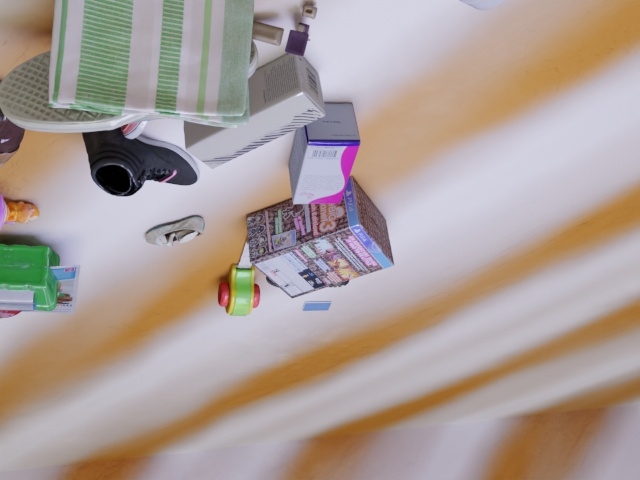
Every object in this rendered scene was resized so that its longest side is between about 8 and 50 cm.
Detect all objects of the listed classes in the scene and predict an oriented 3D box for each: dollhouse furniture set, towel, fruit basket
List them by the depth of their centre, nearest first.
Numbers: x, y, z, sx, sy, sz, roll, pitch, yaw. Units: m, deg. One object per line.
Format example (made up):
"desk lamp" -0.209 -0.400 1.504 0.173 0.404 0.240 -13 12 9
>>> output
"towel" -0.273 -0.321 1.331 0.324 0.248 0.038 3 179 -16
"dollhouse furniture set" -0.069 -0.390 1.468 0.114 0.091 0.081 15 -170 3
"fruit basket" -0.775 0.132 2.010 0.327 0.165 0.353 4 150 -19

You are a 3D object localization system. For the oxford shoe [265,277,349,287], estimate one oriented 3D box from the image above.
"oxford shoe" -0.037 0.075 2.183 0.227 0.083 0.096 -7 130 -4

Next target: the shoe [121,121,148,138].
"shoe" -0.359 -0.271 1.548 0.081 0.063 0.178 18 135 -34

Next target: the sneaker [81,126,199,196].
"sneaker" -0.369 -0.139 1.675 0.104 0.147 0.295 -30 144 29

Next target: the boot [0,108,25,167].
"boot" -0.677 -0.223 1.515 0.248 0.090 0.207 2 142 -43

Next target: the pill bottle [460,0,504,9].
"pill bottle" 0.179 -0.472 1.243 0.283 0.161 0.161 16 141 -33

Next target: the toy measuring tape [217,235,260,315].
"toy measuring tape" -0.206 0.118 2.162 0.121 0.121 0.330 3 147 -17

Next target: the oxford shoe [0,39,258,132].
"oxford shoe" -0.327 -0.269 1.420 0.449 0.169 0.130 -15 166 -14

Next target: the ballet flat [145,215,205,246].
"ballet flat" -0.359 -0.013 1.970 0.168 0.052 0.057 -20 147 19

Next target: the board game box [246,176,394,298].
"board game box" 0.000 0.000 1.989 0.291 0.141 0.232 -19 147 17

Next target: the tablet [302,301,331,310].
"tablet" -0.011 0.198 2.440 0.083 0.006 0.054 0 148 -14

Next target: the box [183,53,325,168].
"box" -0.133 -0.252 1.581 0.275 0.113 0.094 -21 147 23

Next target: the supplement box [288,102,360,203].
"supplement box" 0.003 -0.182 1.724 0.111 0.114 0.220 -1 147 -13

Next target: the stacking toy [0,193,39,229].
"stacking toy" -0.744 -0.066 1.736 0.175 0.166 0.302 -21 163 36
